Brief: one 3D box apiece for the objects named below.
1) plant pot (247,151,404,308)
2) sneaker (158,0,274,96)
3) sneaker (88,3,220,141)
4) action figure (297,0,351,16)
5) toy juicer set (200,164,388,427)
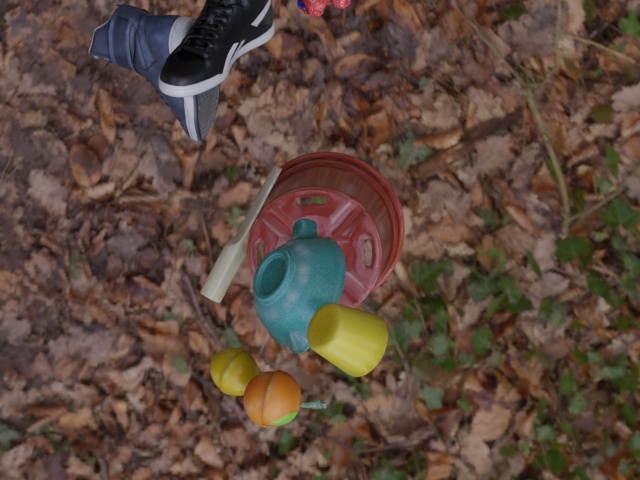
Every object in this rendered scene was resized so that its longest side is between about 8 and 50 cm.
[{"bbox_3d":[0.000,0.000,1.451,0.272,0.265,0.273,1,98,5],"label":"plant pot"},{"bbox_3d":[-0.134,-0.275,1.120,0.079,0.217,0.121,18,134,22],"label":"sneaker"},{"bbox_3d":[-0.238,-0.244,1.306,0.163,0.086,0.226,14,145,14],"label":"sneaker"},{"bbox_3d":[-0.019,-0.179,0.614,0.030,0.115,0.038,-21,133,-31],"label":"action figure"},{"bbox_3d":[-0.048,0.081,1.057,0.089,0.329,0.209,28,111,-35],"label":"toy juicer set"}]
